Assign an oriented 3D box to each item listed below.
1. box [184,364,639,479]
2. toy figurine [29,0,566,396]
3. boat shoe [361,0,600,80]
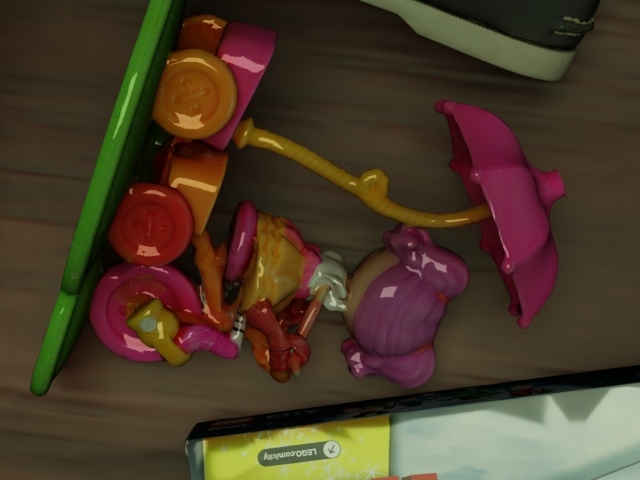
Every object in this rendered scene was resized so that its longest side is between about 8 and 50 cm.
[{"bbox_3d":[0.079,0.128,0.632,0.233,0.044,0.159,-7,93,2],"label":"box"},{"bbox_3d":[0.000,0.000,0.629,0.159,0.130,0.173,19,110,-6],"label":"toy figurine"},{"bbox_3d":[0.009,-0.120,0.614,0.206,0.075,0.065,21,111,-22],"label":"boat shoe"}]
